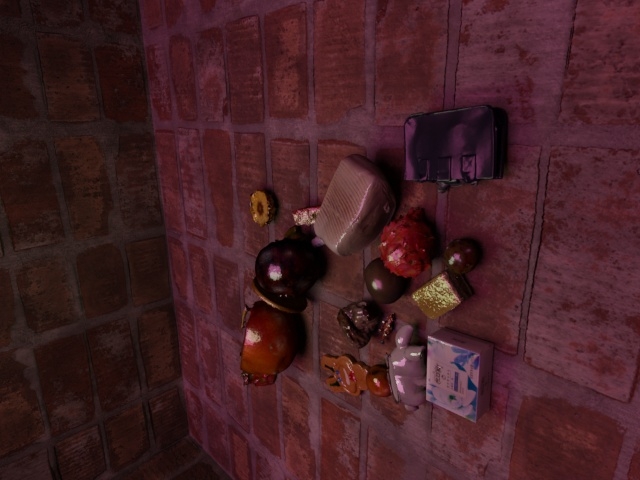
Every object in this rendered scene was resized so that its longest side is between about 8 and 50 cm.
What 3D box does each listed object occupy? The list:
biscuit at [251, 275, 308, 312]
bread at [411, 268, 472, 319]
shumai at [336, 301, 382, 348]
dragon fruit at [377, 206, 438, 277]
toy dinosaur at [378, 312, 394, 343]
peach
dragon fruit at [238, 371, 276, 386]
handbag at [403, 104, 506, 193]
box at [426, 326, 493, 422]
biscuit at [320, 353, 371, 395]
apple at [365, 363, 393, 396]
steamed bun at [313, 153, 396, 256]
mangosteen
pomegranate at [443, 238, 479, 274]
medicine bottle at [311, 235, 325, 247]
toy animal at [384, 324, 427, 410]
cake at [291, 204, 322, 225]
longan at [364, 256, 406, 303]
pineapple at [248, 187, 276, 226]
[{"bbox_3d":[-0.202,0.263,2.130,0.305,0.305,0.038,40,111,32],"label":"biscuit"},{"bbox_3d":[0.439,0.192,1.560,0.138,0.102,0.196,60,139,18],"label":"bread"},{"bbox_3d":[0.183,0.354,1.882,0.185,0.218,0.184,-28,92,5],"label":"shumai"},{"bbox_3d":[0.316,0.003,1.569,0.210,0.205,0.268,-26,46,63],"label":"dragon fruit"},{"bbox_3d":[0.280,0.375,1.820,0.049,0.055,0.154,30,115,34],"label":"toy dinosaur"},{"bbox_3d":[-0.269,0.519,2.269,0.335,0.310,0.406,-119,38,-75],"label":"peach"},{"bbox_3d":[-0.373,0.798,2.552,0.134,0.211,0.262,32,130,45],"label":"dragon fruit"},{"bbox_3d":[0.433,-0.288,1.409,0.325,0.118,0.269,8,101,47],"label":"handbag"},{"bbox_3d":[0.503,0.482,1.568,0.203,0.116,0.274,14,112,45],"label":"box"},{"bbox_3d":[0.124,0.651,2.081,0.334,0.047,0.202,-14,91,48],"label":"biscuit"},{"bbox_3d":[0.263,0.595,1.845,0.146,0.146,0.146,17,114,43],"label":"apple"},{"bbox_3d":[0.151,-0.132,1.679,0.247,0.236,0.383,49,127,39],"label":"steamed bun"},{"bbox_3d":[-0.159,0.093,2.037,0.306,0.306,0.360,-15,75,48],"label":"mangosteen"},{"bbox_3d":[0.474,0.051,1.467,0.130,0.130,0.130,17,114,43],"label":"pomegranate"},{"bbox_3d":[0.000,0.000,2.008,0.089,0.052,0.052,-25,83,49],"label":"medicine bottle"},{"bbox_3d":[0.349,0.511,1.704,0.208,0.154,0.325,-119,20,-57],"label":"toy animal"},{"bbox_3d":[-0.011,-0.121,1.994,0.220,0.117,0.086,-8,100,15],"label":"cake"},{"bbox_3d":[0.257,0.159,1.702,0.189,0.189,0.189,17,114,43],"label":"longan"},{"bbox_3d":[-0.297,-0.174,2.257,0.225,0.076,0.225,16,111,46],"label":"pineapple"}]
